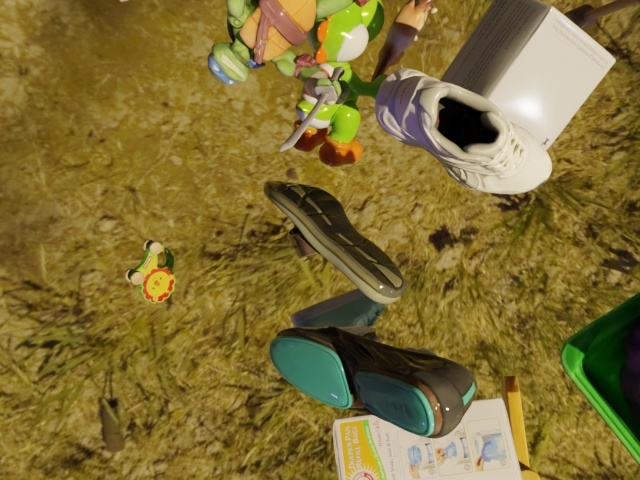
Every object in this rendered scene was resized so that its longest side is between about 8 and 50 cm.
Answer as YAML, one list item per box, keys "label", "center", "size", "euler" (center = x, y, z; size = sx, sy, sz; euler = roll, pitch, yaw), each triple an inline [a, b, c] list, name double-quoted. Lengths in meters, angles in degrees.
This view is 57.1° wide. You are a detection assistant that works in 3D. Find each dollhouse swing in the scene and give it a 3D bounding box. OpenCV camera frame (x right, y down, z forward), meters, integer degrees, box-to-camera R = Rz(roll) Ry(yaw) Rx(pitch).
- label: "dollhouse swing"
  center: [0.359, 0.512, 1.381]
  size: [0.315, 0.347, 0.305]
  euler: [-21, 71, 10]

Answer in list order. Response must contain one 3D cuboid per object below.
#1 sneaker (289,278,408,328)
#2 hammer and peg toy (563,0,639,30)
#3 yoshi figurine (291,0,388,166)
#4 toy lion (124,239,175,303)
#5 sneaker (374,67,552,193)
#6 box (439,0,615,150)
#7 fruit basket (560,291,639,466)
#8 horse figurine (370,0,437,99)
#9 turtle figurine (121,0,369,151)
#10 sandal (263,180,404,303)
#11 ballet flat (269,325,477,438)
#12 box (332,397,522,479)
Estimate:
- label: "sneaker"
  center: [0.077, 0.166, 1.101]
  size: [0.255, 0.094, 0.151]
  euler: [-19, 84, -29]
- label: "hammer and peg toy"
  center: [0.619, -0.650, 1.284]
  size: [0.127, 0.266, 0.362]
  euler: [-26, 114, -13]
- label: "yoshi figurine"
  center: [0.050, -0.349, 1.183]
  size: [0.203, 0.203, 0.362]
  euler: [3, 126, -9]
- label: "toy lion"
  center: [-0.303, 0.062, 1.083]
  size: [0.034, 0.096, 0.100]
  euler: [14, 70, 44]
- label: "sneaker"
  center: [0.170, -0.100, 0.622]
  size: [0.232, 0.115, 0.091]
  euler: [19, 100, -25]
- label: "box"
  center: [0.313, -0.256, 0.908]
  size: [0.180, 0.119, 0.182]
  euler: [18, 117, -35]
- label: "fruit basket"
  center: [0.439, 0.166, 0.522]
  size: [0.282, 0.392, 0.392]
  euler: [-34, 90, 4]
- label: "horse figurine"
  center: [0.184, -0.442, 1.248]
  size: [0.066, 0.174, 0.263]
  euler: [39, 138, 1]
- label: "turtle figurine"
  center: [-0.013, -0.251, 0.633]
  size: [0.266, 0.275, 0.198]
  euler: [-43, 94, 10]
- label: "sandal"
  center: [0.000, 0.001, 0.880]
  size: [0.303, 0.120, 0.086]
  euler: [49, 123, 36]
- label: "ballet flat"
  center: [0.057, 0.149, 0.668]
  size: [0.280, 0.096, 0.095]
  euler: [10, 115, 50]
- label: "box"
  center: [0.123, 0.262, 0.716]
  size: [0.203, 0.114, 0.103]
  euler: [-9, 68, 3]
